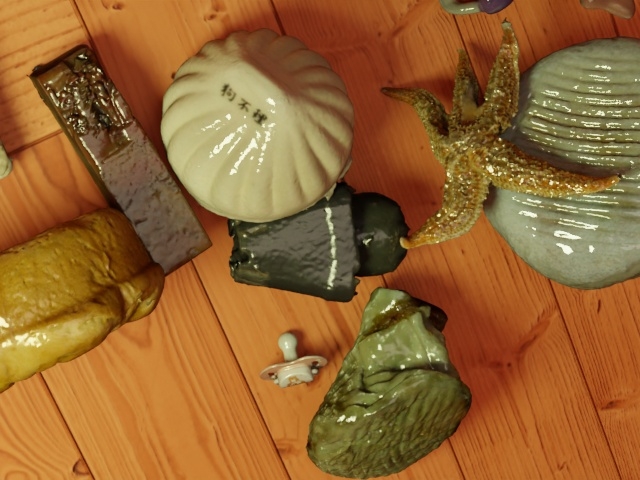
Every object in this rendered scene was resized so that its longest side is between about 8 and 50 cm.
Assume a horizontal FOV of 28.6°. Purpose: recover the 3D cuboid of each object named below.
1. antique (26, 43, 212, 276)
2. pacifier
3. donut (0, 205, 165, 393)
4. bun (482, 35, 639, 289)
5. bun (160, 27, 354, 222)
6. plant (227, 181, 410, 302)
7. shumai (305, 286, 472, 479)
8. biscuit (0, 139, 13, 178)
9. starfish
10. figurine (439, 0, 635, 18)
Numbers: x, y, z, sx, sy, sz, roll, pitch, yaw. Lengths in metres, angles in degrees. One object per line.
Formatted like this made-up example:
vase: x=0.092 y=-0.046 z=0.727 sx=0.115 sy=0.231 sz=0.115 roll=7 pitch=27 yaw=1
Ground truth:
antique: x=-0.261 y=-0.105 z=1.636 sx=0.087 sy=0.093 sz=0.310 roll=-33 pitch=108 yaw=-13
pacifier: x=-0.041 y=0.169 z=1.788 sx=0.099 sy=0.081 sz=0.078 roll=-16 pitch=70 yaw=3
donut: x=-0.355 y=0.079 z=1.534 sx=0.317 sy=0.299 sz=0.150 roll=-32 pitch=99 yaw=-47
bun: x=0.400 y=-0.109 z=1.793 sx=0.362 sy=0.361 sz=0.211 roll=-68 pitch=157 yaw=0
bun: x=-0.080 y=-0.166 z=1.603 sx=0.263 sy=0.175 sz=0.263 roll=0 pitch=73 yaw=-1
plant: x=0.000 y=0.000 z=1.729 sx=0.256 sy=0.142 sz=0.164 roll=-8 pitch=100 yaw=-17
shumai: x=0.082 y=0.209 z=1.813 sx=0.272 sy=0.204 sz=0.222 roll=-36 pitch=141 yaw=14
biscuit: x=-0.510 y=-0.255 z=1.523 sx=0.144 sy=0.078 sz=0.426 roll=-22 pitch=106 yaw=-18
starfish: x=0.223 y=-0.162 z=1.716 sx=0.301 sy=0.294 sz=0.084 roll=-20 pitch=153 yaw=16
figurine: x=0.239 y=-0.392 z=1.731 sx=0.420 sy=0.193 sz=0.154 roll=0 pitch=95 yaw=-26
